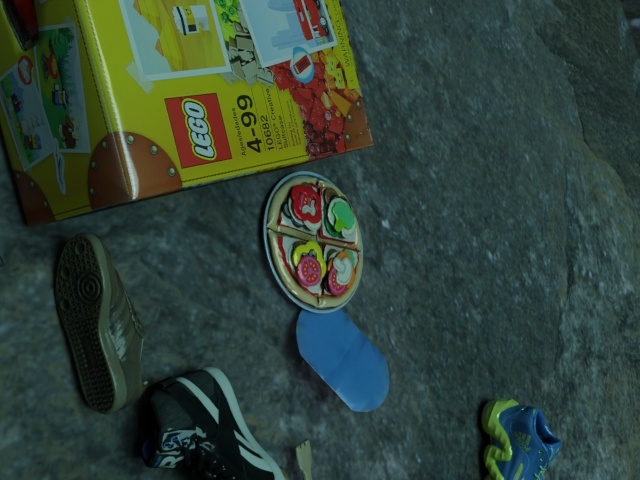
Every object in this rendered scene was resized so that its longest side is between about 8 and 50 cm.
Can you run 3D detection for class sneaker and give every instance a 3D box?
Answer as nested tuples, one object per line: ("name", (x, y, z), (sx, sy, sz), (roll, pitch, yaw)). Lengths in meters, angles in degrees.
("sneaker", (-0.124, 0.247, 0.874), (0.121, 0.079, 0.217), (-10, 58, -45))
("sneaker", (-0.226, 0.084, 0.851), (0.071, 0.066, 0.189), (-15, 99, -65))
("sneaker", (0.343, 0.388, 1.363), (0.091, 0.126, 0.240), (-5, 86, -48))

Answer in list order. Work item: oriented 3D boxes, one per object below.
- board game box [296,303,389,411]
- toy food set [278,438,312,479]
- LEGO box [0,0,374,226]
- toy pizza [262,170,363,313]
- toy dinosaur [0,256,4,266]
("board game box", (0.022, 0.164, 1.111), (0.169, 0.033, 0.133), (47, 34, -4))
("toy food set", (-0.075, 0.331, 0.984), (0.192, 0.038, 0.133), (-18, 103, -53))
("LEGO box", (-0.175, -0.303, 0.872), (0.372, 0.193, 0.501), (-20, 97, -48))
("toy pizza", (0.000, 0.000, 1.121), (0.201, 0.032, 0.202), (16, 68, -44))
("toy dinosaur", (-0.390, 0.022, 0.625), (0.313, 0.120, 0.161), (34, 42, -65))
